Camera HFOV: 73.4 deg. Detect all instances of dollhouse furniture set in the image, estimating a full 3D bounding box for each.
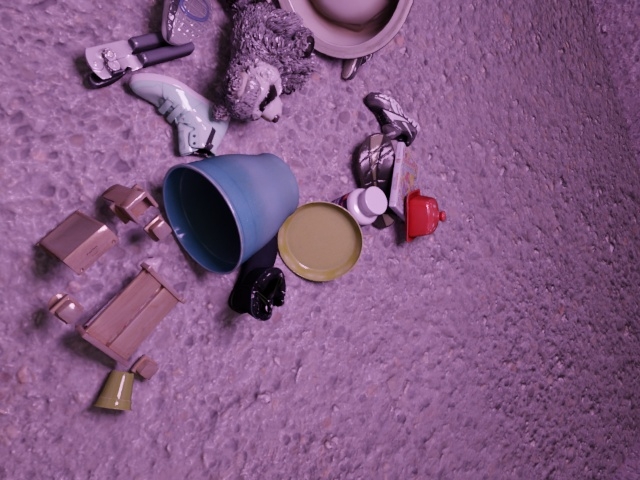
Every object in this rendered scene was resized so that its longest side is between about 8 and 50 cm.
[{"bbox_3d":[-0.444,0.093,1.010,0.303,0.173,0.356,-50,134,-23],"label":"dollhouse furniture set"}]

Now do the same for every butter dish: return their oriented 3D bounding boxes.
[{"bbox_3d":[0.340,-0.079,1.374,0.160,0.118,0.160,-25,117,-61],"label":"butter dish"}]

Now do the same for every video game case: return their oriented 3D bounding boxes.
[{"bbox_3d":[0.277,-0.177,1.393,0.227,0.026,0.207,27,70,-61],"label":"video game case"}]

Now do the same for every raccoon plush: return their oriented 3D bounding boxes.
[{"bbox_3d":[-0.227,-0.492,1.110,0.446,0.216,0.299,45,57,12],"label":"raccoon plush"}]

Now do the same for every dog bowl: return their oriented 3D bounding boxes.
[{"bbox_3d":[0.081,-0.739,1.197,0.408,0.407,0.150,48,43,-18],"label":"dog bowl"}]

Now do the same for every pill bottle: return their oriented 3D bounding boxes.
[{"bbox_3d":[0.099,-0.088,1.247,0.108,0.193,0.108,11,70,-33],"label":"pill bottle"}]

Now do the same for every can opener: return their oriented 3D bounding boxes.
[{"bbox_3d":[-0.439,-0.452,1.043,0.280,0.093,0.074,-39,106,-35],"label":"can opener"}]

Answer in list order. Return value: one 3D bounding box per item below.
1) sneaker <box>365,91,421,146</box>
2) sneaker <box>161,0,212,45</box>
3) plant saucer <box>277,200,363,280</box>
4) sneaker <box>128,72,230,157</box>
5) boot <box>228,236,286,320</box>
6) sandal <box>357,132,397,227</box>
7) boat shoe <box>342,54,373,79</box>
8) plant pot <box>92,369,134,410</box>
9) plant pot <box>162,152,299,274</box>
[{"bbox_3d":[0.235,-0.393,1.424,0.234,0.078,0.106,32,69,-26],"label":"sneaker"},{"bbox_3d":[-0.340,-0.607,1.078,0.111,0.129,0.298,35,59,-50],"label":"sneaker"},{"bbox_3d":[0.000,0.000,1.216,0.240,0.037,0.241,1,112,3],"label":"plant saucer"},{"bbox_3d":[-0.354,-0.299,1.062,0.255,0.094,0.151,20,70,-30],"label":"sneaker"},{"bbox_3d":[-0.140,0.081,1.096,0.094,0.207,0.247,29,72,-25],"label":"boot"},{"bbox_3d":[0.176,-0.189,1.375,0.120,0.086,0.303,-9,109,-6],"label":"sandal"},{"bbox_3d":[0.137,-0.606,1.381,0.079,0.084,0.233,30,69,-24],"label":"boat shoe"},{"bbox_3d":[-0.458,0.338,0.973,0.083,0.083,0.079,21,63,-27],"label":"plant pot"},{"bbox_3d":[-0.197,-0.096,1.058,0.255,0.271,0.272,-35,104,-42],"label":"plant pot"}]
